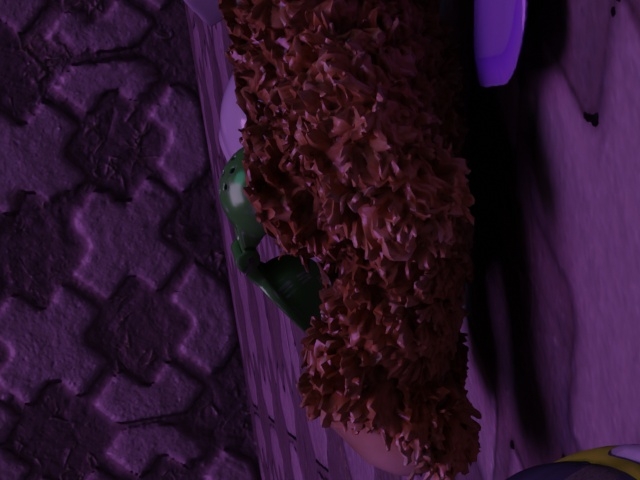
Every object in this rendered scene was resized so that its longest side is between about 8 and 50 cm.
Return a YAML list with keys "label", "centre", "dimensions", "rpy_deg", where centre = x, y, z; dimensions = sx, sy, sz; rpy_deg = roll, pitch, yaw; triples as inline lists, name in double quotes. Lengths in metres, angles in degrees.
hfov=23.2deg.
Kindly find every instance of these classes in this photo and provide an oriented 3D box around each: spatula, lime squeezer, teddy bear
- label: "spatula"
  centre: [0.041, -0.203, 0.573]
  dimensions: [0.084, 0.030, 0.296]
  rpy_deg: [-140, 34, -82]
- label: "lime squeezer"
  centre: [0.000, 0.000, 0.893]
  dimensions: [0.059, 0.110, 0.310]
  rpy_deg: [27, 128, 60]
- label: "teddy bear"
  centre: [0.026, -0.055, 0.698]
  dimensions: [0.245, 0.113, 0.338]
  rpy_deg: [-8, -92, -79]

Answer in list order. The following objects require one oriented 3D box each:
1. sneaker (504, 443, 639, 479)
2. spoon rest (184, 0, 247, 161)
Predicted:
- label: "sneaker"
  centre: [0.075, 0.139, 0.420]
  dimensions: [0.300, 0.121, 0.111]
  rpy_deg: [-128, 30, -76]
- label: "spoon rest"
  centre: [-0.039, -0.119, 1.177]
  dimensions: [0.137, 0.084, 0.276]
  rpy_deg: [43, -161, -47]
